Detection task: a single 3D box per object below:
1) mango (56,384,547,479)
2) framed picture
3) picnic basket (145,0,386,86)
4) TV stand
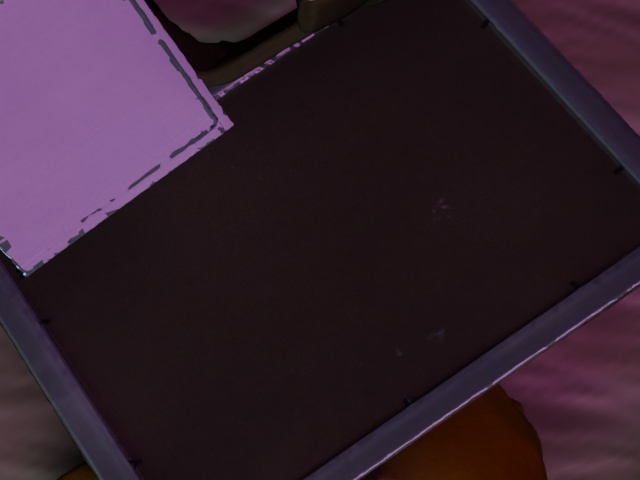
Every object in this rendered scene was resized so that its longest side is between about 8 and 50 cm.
[{"bbox_3d":[-0.018,0.125,0.821,0.248,0.151,0.156,-15,70,-5],"label":"mango"},{"bbox_3d":[0.000,0.000,0.792,0.274,0.217,0.017,-32,149,-6],"label":"framed picture"},{"bbox_3d":[-0.012,-0.222,0.712,0.321,0.291,0.254,-27,109,35],"label":"picnic basket"},{"bbox_3d":[-0.110,-0.062,0.692,0.088,0.269,0.083,-36,105,-6],"label":"TV stand"}]
